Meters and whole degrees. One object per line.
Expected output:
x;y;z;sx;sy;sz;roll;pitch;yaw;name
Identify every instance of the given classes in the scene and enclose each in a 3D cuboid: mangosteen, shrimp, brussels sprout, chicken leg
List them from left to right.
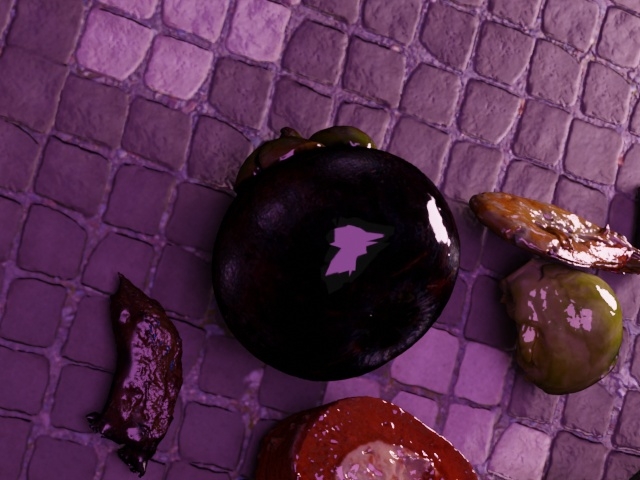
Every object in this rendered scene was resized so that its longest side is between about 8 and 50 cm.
-0.214;0.160;1.799;0.105;0.063;0.234;14;80;-24;chicken leg
0.003;0.014;1.789;0.300;0.300;0.300;1;86;-21;mangosteen
0.315;0.106;1.970;0.145;0.131;0.183;-15;93;1;brussels sprout
0.322;0.002;1.973;0.294;0.154;0.062;13;112;-26;shrimp

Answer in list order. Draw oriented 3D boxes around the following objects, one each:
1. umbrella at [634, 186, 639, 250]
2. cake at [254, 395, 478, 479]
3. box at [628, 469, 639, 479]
0.446;-0.017;2.075;0.036;0.031;0.133;14;81;-46;umbrella
0.060;0.304;1.848;0.283;0.151;0.177;39;57;-12;cake
0.608;0.393;2.019;0.251;0.204;0.345;-38;100;-19;box
